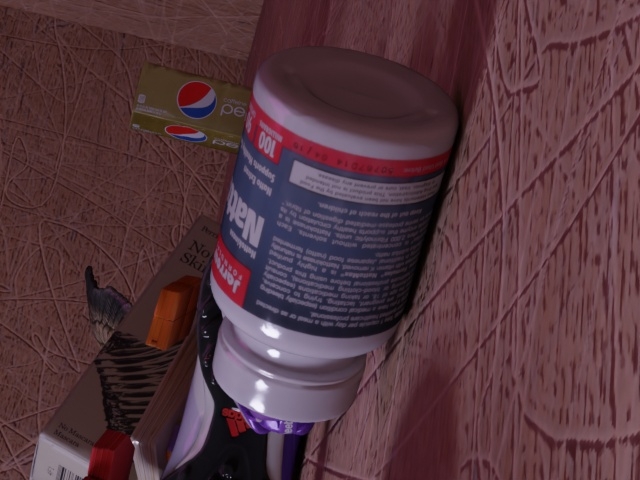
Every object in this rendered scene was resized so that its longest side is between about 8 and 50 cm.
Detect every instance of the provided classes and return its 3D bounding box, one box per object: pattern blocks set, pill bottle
[{"bbox_3d":[-0.098,0.146,1.461,0.285,0.026,0.325,79,-152,-52],"label":"pattern blocks set"},{"bbox_3d":[0.000,0.000,0.971,0.108,0.108,0.180,-88,12,-63],"label":"pill bottle"}]

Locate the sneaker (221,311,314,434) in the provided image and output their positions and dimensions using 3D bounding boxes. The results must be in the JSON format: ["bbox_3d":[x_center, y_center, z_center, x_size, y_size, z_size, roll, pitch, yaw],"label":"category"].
[{"bbox_3d":[-0.017,0.063,1.148,0.236,0.095,0.104,103,171,-71],"label":"sneaker"}]

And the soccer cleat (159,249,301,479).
[{"bbox_3d":[-0.056,0.145,1.350,0.116,0.108,0.318,-14,-63,-75],"label":"soccer cleat"}]

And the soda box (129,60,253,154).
[{"bbox_3d":[-0.104,-0.130,1.925,0.061,0.181,0.058,122,160,-73],"label":"soda box"}]

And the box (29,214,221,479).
[{"bbox_3d":[-0.133,0.115,1.612,0.275,0.113,0.094,-58,-6,-36],"label":"box"}]

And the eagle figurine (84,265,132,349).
[{"bbox_3d":[-0.178,0.148,1.843,0.226,0.298,0.225,-40,-65,-44],"label":"eagle figurine"}]
